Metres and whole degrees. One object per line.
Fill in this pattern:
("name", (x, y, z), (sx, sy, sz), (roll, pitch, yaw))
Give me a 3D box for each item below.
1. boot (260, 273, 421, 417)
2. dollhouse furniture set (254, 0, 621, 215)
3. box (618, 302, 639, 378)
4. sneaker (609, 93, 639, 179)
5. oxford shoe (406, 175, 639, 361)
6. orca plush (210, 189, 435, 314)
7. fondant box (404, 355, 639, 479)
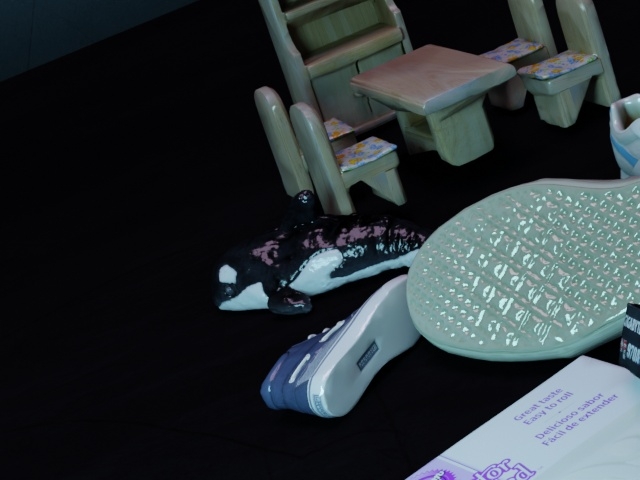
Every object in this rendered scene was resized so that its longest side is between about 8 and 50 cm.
("boot", (0.024, 0.094, 1.770), (0.086, 0.069, 0.190), (2, 34, 42))
("dollhouse furniture set", (0.081, -0.234, 2.214), (0.362, 0.256, 0.394), (-25, 19, -15))
("box", (0.331, 0.092, 1.299), (0.220, 0.051, 0.175), (9, 4, -2))
("sneaker", (0.351, -0.081, 1.833), (0.087, 0.092, 0.229), (-27, 23, -15))
("oxford shoe", (0.278, 0.014, 1.653), (0.449, 0.169, 0.130), (-18, -21, 32))
("orca plush", (0.000, 0.000, 1.974), (0.287, 0.102, 0.151), (-5, 27, 37))
("fondant box", (0.210, 0.206, 1.284), (0.238, 0.096, 0.330), (-32, 22, -23))
